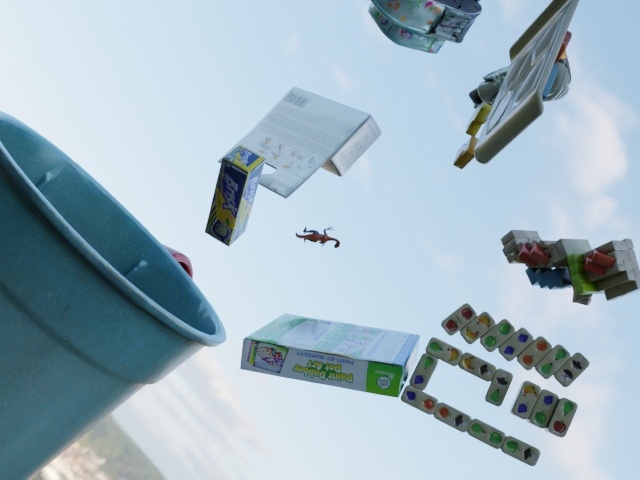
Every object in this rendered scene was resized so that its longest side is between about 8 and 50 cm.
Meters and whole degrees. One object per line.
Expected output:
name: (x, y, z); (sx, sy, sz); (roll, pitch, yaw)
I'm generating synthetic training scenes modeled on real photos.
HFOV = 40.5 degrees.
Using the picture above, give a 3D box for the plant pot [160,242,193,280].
plant pot: (-0.315, 0.073, 1.334); (0.174, 0.191, 0.191); (26, -26, 17)

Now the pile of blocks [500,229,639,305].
pile of blocks: (0.499, 0.058, 1.838); (0.362, 0.113, 0.149); (9, -84, 58)

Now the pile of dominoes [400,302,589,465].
pile of dominoes: (0.279, 0.220, 1.369); (0.251, 0.196, 0.040); (25, -9, 11)

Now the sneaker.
sneaker: (0.360, -0.285, 1.595); (0.262, 0.121, 0.099); (137, -56, -73)

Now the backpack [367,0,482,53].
backpack: (0.218, -0.566, 2.028); (0.191, 0.253, 0.225); (-50, -128, 32)

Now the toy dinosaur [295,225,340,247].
toy dinosaur: (0.000, 0.000, 1.932); (0.082, 0.090, 0.047); (16, -66, 27)

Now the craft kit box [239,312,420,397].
craft kit box: (0.024, 0.178, 1.396); (0.247, 0.061, 0.250); (11, 6, 12)

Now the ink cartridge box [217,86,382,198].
ink cartridge box: (-0.051, -0.205, 1.913); (0.296, 0.261, 0.066); (31, -18, 48)

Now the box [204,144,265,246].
box: (-0.146, -0.075, 1.472); (0.054, 0.059, 0.169); (29, -49, 12)

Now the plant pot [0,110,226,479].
plant pot: (-0.337, 0.099, 0.916); (0.341, 0.334, 0.341); (46, -1, 1)

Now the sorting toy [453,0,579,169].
sorting toy: (0.309, -0.232, 1.381); (0.041, 0.229, 0.307); (24, -22, -7)
